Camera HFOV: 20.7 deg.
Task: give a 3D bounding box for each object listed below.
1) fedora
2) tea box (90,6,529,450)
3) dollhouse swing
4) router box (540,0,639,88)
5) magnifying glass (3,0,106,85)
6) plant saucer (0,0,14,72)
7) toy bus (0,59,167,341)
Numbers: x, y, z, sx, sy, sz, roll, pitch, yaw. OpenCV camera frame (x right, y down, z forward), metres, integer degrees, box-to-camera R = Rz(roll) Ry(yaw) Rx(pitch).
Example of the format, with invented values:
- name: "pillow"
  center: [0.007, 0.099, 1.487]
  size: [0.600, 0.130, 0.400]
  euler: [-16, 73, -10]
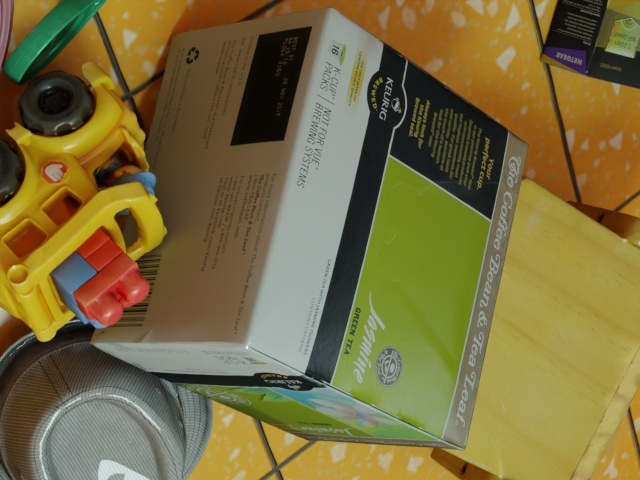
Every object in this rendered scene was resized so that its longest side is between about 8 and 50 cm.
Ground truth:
- name: "fedora"
  center: [-0.208, 0.206, 1.698]
  size: [0.244, 0.124, 0.275]
  euler: [-26, 123, -10]
- name: "tea box"
  center: [0.000, 0.000, 1.683]
  size: [0.323, 0.220, 0.329]
  euler: [30, 67, -41]
- name: "dollhouse swing"
  center: [0.200, 0.097, 1.976]
  size: [0.305, 0.315, 0.347]
  euler: [28, 89, -17]
- name: "router box"
  center: [0.419, -0.293, 2.058]
  size: [0.309, 0.081, 0.243]
  euler: [6, 104, -40]
- name: "magnifying glass"
  center: [-0.204, -0.226, 1.594]
  size: [0.026, 0.092, 0.231]
  euler: [44, 66, -1]
- name: "plant saucer"
  center: [-0.394, -0.181, 1.445]
  size: [0.332, 0.084, 0.332]
  euler: [-15, 117, -33]
- name: "toy bus"
  center: [-0.212, -0.020, 1.550]
  size: [0.220, 0.211, 0.149]
  euler: [-44, 154, -19]
